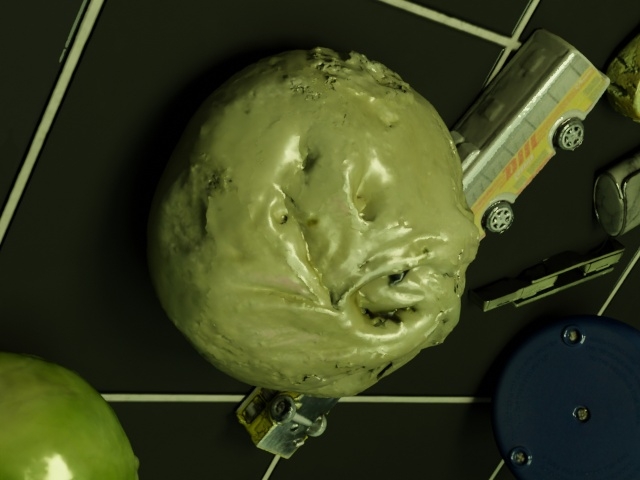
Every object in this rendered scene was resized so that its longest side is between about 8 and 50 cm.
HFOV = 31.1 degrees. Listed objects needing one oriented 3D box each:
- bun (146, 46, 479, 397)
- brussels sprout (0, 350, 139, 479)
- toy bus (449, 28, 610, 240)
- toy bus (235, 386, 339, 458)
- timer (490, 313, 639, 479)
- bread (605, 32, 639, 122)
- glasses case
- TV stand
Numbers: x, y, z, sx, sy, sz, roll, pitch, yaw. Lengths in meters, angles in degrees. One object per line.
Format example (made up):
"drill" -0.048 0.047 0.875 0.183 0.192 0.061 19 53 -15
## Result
"bun" 0.000 0.000 1.102 0.326 0.234 0.362 -26 131 -12
"brussels sprout" -0.297 0.236 1.050 0.259 0.227 0.294 -42 107 -19
"toy bus" 0.202 -0.106 1.288 0.268 0.092 0.106 -50 131 7
"toy bus" 0.001 0.150 1.348 0.226 0.074 0.081 -50 141 7
"timer" 0.436 0.249 1.708 0.270 0.270 0.383 -55 155 13
"bread" 0.414 -0.214 1.391 0.156 0.064 0.117 -45 145 -1
"glasses case" 0.501 -0.113 1.554 0.299 0.060 0.114 -29 138 -17
"TV stand" 0.305 0.047 1.546 0.249 0.036 0.042 -18 135 -29
